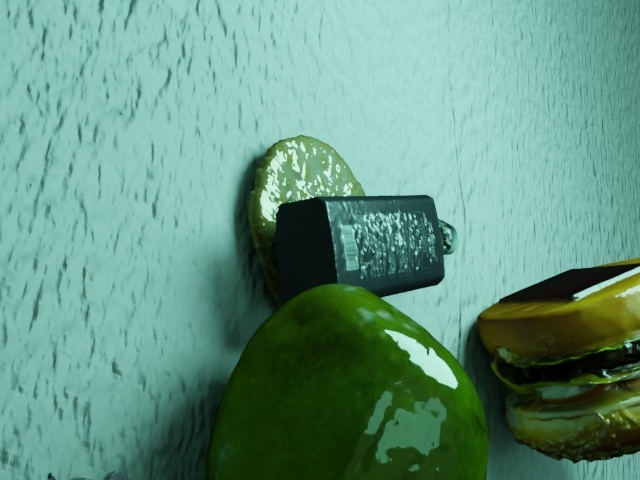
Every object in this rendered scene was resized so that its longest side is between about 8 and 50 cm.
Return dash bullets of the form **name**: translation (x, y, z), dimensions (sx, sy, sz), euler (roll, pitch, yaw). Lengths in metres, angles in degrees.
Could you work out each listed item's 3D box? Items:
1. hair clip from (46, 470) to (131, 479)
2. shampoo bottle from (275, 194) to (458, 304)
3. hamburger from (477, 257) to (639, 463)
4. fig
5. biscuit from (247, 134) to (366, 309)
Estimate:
- **hair clip**: translation (-0.151, 0.221, 0.588), dimensions (0.187, 0.056, 0.146), euler (64, 33, -32)
- **shampoo bottle**: translation (0.066, 0.005, 0.901), dimensions (0.309, 0.071, 0.098), euler (-5, 86, -58)
- **hamburger**: translation (0.352, 0.153, 1.134), dimensions (0.291, 0.291, 0.225), euler (-17, 90, -56)
- **fig**: translation (-0.014, 0.195, 0.693), dimensions (0.314, 0.233, 0.233), euler (-47, 126, -5)
- **biscuit**: translation (0.001, 0.000, 0.899), dimensions (0.219, 0.033, 0.220), euler (23, 62, -52)
